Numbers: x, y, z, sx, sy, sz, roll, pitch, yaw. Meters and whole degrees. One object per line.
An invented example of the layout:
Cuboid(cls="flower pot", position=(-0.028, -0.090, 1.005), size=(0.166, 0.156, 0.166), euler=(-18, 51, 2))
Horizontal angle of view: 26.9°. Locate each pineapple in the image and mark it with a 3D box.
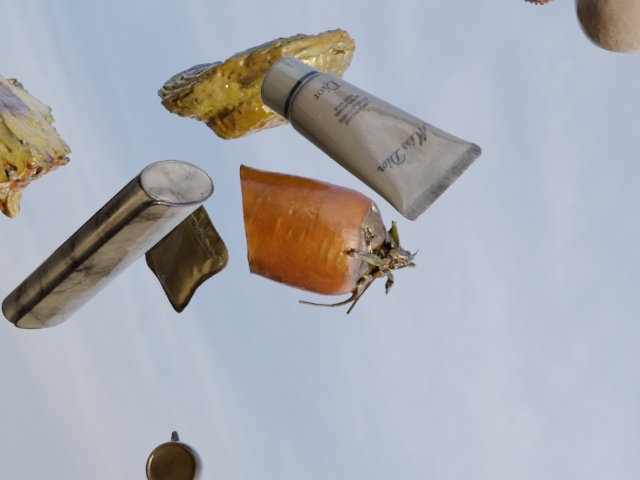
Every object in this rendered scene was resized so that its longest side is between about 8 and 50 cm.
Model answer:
Cuboid(cls="pineapple", position=(-0.539, -0.152, 2.074), size=(0.344, 0.209, 0.286), euler=(46, 6, 12))

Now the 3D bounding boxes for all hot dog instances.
Cuboid(cls="hot dog", position=(-0.493, -0.078, 2.114), size=(0.030, 0.034, 0.090), euler=(19, -70, 30))

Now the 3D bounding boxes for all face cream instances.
Cuboid(cls="face cream", position=(0.053, -0.144, 1.785), size=(0.314, 0.143, 0.089), euler=(35, -23, 28))

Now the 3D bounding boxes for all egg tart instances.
Cuboid(cls="egg tart", position=(-0.087, -0.281, 2.423), size=(0.339, 0.351, 0.153), euler=(-14, -86, 34))

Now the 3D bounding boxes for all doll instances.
Cuboid(cls="doll", position=(0.418, -0.395, 1.765), size=(0.151, 0.151, 0.287), euler=(36, -46, 44))

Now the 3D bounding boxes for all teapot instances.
Cuboid(cls="teapot", position=(-0.195, 0.322, 1.849), size=(0.068, 0.076, 0.121), euler=(39, 37, -75))

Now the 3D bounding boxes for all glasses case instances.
Cuboid(cls="glasses case", position=(-0.251, 0.009, 1.564), size=(0.299, 0.114, 0.060), euler=(-38, -106, 36))

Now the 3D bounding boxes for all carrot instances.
Cuboid(cls="carrot", position=(0.000, 0.000, 2.296), size=(0.331, 0.214, 0.193), euler=(11, -22, 8))

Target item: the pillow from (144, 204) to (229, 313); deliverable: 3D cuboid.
Cuboid(cls="pillow", position=(-0.212, 0.022, 2.096), size=(0.130, 0.033, 0.217), euler=(59, -39, 11))

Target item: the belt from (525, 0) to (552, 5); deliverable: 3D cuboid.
Cuboid(cls="belt", position=(0.197, -0.353, 1.693), size=(0.232, 0.071, 0.053), euler=(15, -23, 19))
